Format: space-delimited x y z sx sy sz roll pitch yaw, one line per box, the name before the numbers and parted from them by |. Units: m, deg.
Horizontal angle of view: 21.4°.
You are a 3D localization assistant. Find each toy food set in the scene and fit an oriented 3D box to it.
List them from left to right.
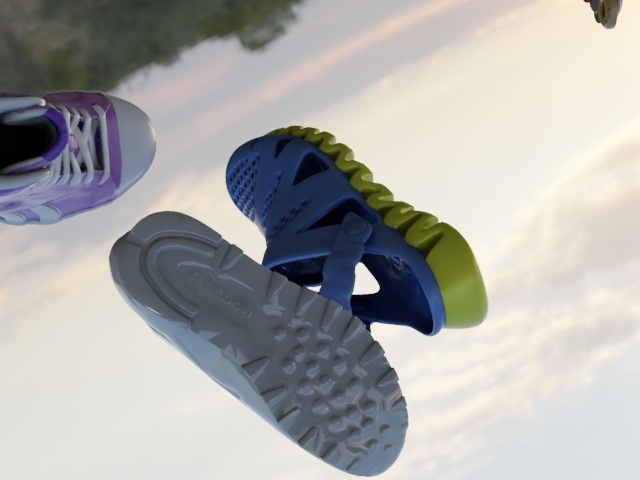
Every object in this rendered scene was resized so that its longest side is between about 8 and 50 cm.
toy food set | 0.264 -0.244 1.610 0.020 0.083 0.082 -17 -157 -8

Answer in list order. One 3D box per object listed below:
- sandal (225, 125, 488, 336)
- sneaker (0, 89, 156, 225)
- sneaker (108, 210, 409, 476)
sandal | 0.000 0.000 1.480 0.138 0.126 0.317 -28 -143 -23
sneaker | -0.197 -0.061 1.214 0.161 0.102 0.282 -6 -176 44
sneaker | -0.041 0.070 1.130 0.090 0.235 0.095 -50 -175 -21
